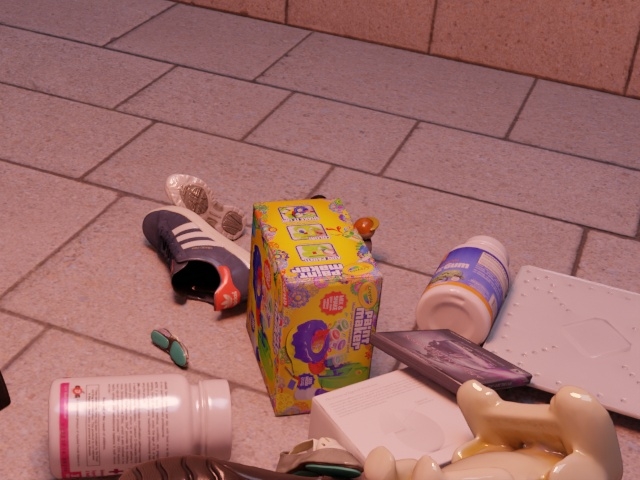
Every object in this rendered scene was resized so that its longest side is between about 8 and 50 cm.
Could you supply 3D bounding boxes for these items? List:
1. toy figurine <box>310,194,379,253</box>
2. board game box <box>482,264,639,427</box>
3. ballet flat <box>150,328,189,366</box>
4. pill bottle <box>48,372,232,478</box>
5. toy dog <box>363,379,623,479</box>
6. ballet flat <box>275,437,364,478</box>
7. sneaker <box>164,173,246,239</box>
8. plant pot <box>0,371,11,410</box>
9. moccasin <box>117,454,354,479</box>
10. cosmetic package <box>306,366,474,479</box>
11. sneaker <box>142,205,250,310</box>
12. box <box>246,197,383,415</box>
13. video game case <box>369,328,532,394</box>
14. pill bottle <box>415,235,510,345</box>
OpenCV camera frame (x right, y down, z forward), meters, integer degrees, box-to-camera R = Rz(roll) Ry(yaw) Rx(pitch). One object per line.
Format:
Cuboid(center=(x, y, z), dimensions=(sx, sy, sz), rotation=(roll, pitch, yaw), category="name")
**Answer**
Cuboid(center=(0.000, 0.000, 2.167), dimensions=(0.213, 0.148, 0.210), rotation=(28, 38, 33), category="toy figurine")
Cuboid(center=(0.544, 0.211, 1.988), dimensions=(0.390, 0.050, 0.390), rotation=(15, 35, 18), category="board game box")
Cuboid(center=(-0.276, 0.200, 1.900), dimensions=(0.041, 0.041, 0.114), rotation=(-22, 42, -38), category="ballet flat")
Cuboid(center=(-0.290, 0.297, 1.617), dimensions=(0.283, 0.160, 0.160), rotation=(-1, 32, -11), category="pill bottle")
Cuboid(center=(0.199, 0.431, 1.374), dimensions=(0.408, 0.395, 0.285), rotation=(-33, 22, -30), category="toy dog")
Cuboid(center=(-0.004, 0.341, 1.570), dimensions=(0.072, 0.213, 0.068), rotation=(25, 60, -27), category="ballet flat")
Cuboid(center=(-0.279, -0.076, 2.245), dimensions=(0.115, 0.232, 0.090), rotation=(15, 71, 46), category="sneaker")
Cuboid(center=(-0.660, 0.218, 1.682), dimensions=(0.188, 0.167, 0.187), rotation=(22, 34, 26), category="plant pot")
Cuboid(center=(-0.121, 0.408, 1.504), dimensions=(0.380, 0.147, 0.139), rotation=(4, 45, -11), category="moccasin")
Cuboid(center=(0.130, 0.340, 1.638), dimensions=(0.224, 0.138, 0.225), rotation=(-13, 37, -28), category="cosmetic package")
Cuboid(center=(-0.282, 0.038, 2.080), dimensions=(0.350, 0.131, 0.148), rotation=(26, 40, 35), category="sneaker")
Cuboid(center=(-0.020, 0.115, 1.838), dimensions=(0.177, 0.289, 0.279), rotation=(-4, 32, -15), category="box")
Cuboid(center=(0.236, 0.212, 1.780), dimensions=(0.196, 0.026, 0.274), rotation=(28, 12, 33), category="video game case")
Cuboid(center=(0.303, 0.098, 2.053), dimensions=(0.152, 0.152, 0.272), rotation=(15, 32, 16), category="pill bottle")
